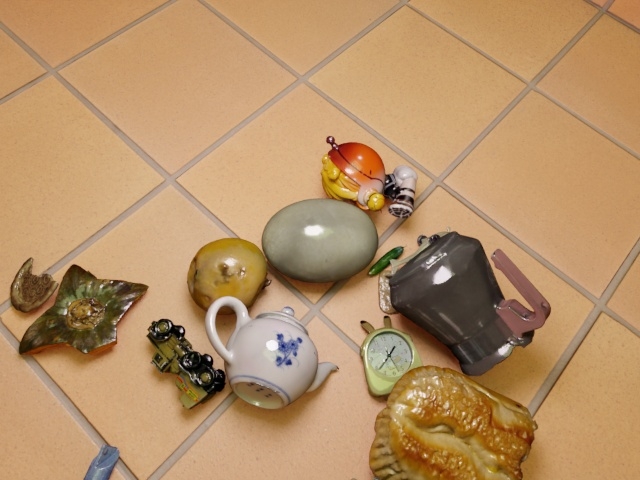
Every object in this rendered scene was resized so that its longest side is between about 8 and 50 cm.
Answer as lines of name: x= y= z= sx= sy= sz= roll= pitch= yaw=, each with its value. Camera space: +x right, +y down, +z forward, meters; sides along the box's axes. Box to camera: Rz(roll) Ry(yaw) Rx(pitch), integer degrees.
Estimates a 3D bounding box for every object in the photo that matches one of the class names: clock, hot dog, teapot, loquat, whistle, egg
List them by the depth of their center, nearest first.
whistle: x=-0.586 y=0.664 z=1.183 sx=0.062 sy=0.062 sz=0.304 roll=17 pitch=64 yaw=3
hot dog: x=0.320 y=0.524 z=1.255 sx=0.366 sy=0.196 sz=0.367 roll=29 pitch=73 yaw=-4
teapot: x=-0.125 y=0.294 z=1.302 sx=0.424 sy=0.252 sz=0.279 roll=36 pitch=47 yaw=-19
teapot: x=0.415 y=0.169 z=1.328 sx=0.361 sy=0.376 sz=0.306 roll=50 pitch=53 yaw=1
loquat: x=-0.261 y=0.103 z=1.399 sx=0.244 sy=0.244 sz=0.243 roll=2 pitch=64 yaw=-4
clock: x=0.196 y=0.330 z=1.411 sx=0.170 sy=0.069 sz=0.231 roll=-11 pitch=65 yaw=-10
egg: x=0.000 y=0.000 z=1.447 sx=0.353 sy=0.258 sz=0.258 roll=3 pitch=64 yaw=-5

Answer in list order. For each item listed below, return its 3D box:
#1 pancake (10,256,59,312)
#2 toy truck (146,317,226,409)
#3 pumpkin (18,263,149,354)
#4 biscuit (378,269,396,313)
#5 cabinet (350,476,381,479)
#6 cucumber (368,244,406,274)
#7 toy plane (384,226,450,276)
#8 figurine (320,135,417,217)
pancake: x=-0.833 y=0.123 z=1.402 sx=0.191 sy=0.020 sz=0.184 roll=-10 pitch=58 yaw=17
toy truck: x=-0.384 y=0.334 z=1.330 sx=0.127 sy=0.127 sz=0.257 roll=-42 pitch=74 yaw=-6
pumpkin: x=-0.673 y=0.216 z=1.370 sx=0.259 sy=0.095 sz=0.290 roll=15 pitch=61 yaw=6
biscuit: x=0.218 y=0.161 z=1.520 sx=0.071 sy=0.018 sz=0.147 roll=3 pitch=66 yaw=-1
cabinet: x=0.126 y=0.740 z=1.087 sx=0.228 sy=0.290 sz=0.317 roll=24 pitch=63 yaw=5
cucumber: x=0.214 y=0.063 z=1.556 sx=0.168 sy=0.039 sz=0.039 roll=-37 pitch=73 yaw=-18
toy plane: x=0.332 y=0.041 z=1.550 sx=0.287 sy=0.092 sz=0.108 roll=-19 pitch=96 yaw=-22
figurine: x=0.141 y=-0.201 z=1.539 sx=0.324 sy=0.195 sz=0.320 roll=16 pitch=20 yaw=-15
